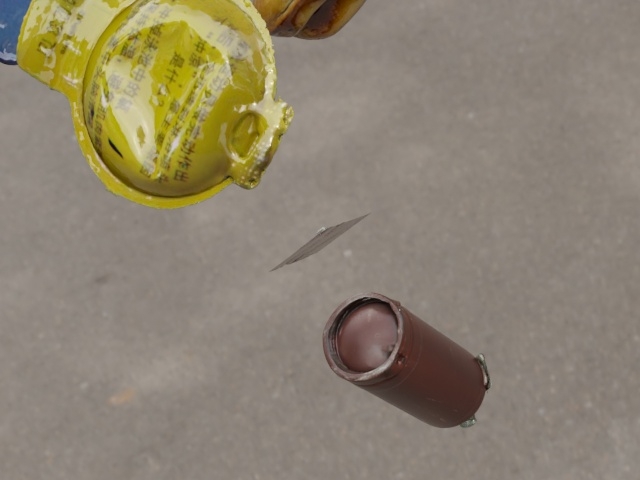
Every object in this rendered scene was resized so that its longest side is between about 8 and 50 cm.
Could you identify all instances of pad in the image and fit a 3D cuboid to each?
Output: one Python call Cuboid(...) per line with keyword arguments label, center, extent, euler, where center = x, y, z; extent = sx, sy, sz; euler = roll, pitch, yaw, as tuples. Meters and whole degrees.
Cuboid(label="pad", center=(0.000, 0.000, 1.970), extent=(0.113, 0.006, 0.187), euler=(-38, -7, 22))

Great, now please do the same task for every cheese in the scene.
Cuboid(label="cheese", center=(-0.123, -0.114, 0.870), extent=(0.250, 0.157, 0.064), euler=(31, 8, 21))

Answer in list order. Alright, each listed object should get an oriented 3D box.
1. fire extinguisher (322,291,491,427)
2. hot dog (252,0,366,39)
Cuboid(label="fire extinguisher", center=(0.107, 0.134, 1.436), extent=(0.104, 0.269, 0.105), euler=(-13, 64, 28))
Cuboid(label="hot dog", center=(0.038, -0.316, 1.322), extent=(0.135, 0.100, 0.337), euler=(-14, -25, -51))
